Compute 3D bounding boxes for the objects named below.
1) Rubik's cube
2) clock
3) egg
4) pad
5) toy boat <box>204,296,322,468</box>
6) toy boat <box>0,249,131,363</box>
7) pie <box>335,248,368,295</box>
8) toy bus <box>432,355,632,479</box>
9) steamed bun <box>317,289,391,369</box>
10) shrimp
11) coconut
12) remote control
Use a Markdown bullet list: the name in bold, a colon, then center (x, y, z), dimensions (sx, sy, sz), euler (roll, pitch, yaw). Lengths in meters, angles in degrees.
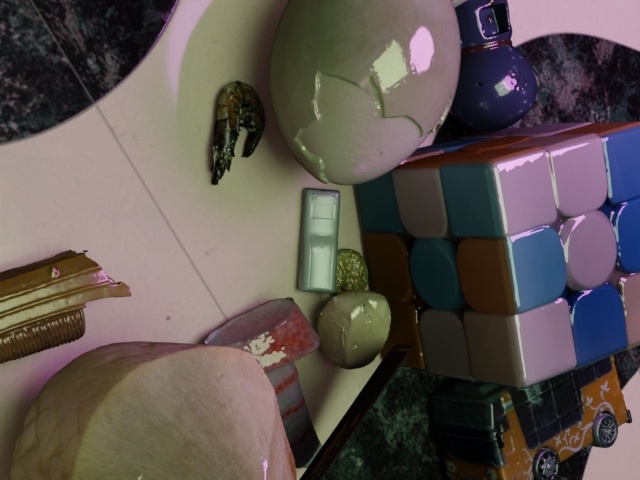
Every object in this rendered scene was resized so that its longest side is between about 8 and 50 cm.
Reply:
- **Rubik's cube**: center (0.301, 0.011, 2.084), dimensions (0.347, 0.344, 0.346), euler (-17, 102, -32)
- **clock**: center (0.261, -0.298, 2.177), dimensions (0.200, 0.146, 0.243), euler (-19, 94, -38)
- **egg**: center (0.062, -0.242, 1.952), dimensions (0.278, 0.278, 0.336), euler (13, 86, -34)
- **pad**: center (-0.005, 0.285, 1.893), dimensions (0.063, 0.315, 0.375), euler (35, 83, -2)
- **toy boat**: center (-0.072, 0.243, 2.000), dimensions (0.206, 0.096, 0.282), euler (-30, 120, -24)
- **toy boat**: center (-0.398, 0.098, 1.751), dimensions (0.310, 0.089, 0.115), euler (-21, 105, -33)
- **pie**: center (0.043, 0.054, 2.099), dimensions (0.084, 0.021, 0.084), euler (2, 86, -33)
- **toy bus**: center (0.354, 0.289, 2.238), dimensions (0.323, 0.162, 0.194), euler (-22, 102, -34)
- **steamed bun**: center (0.050, 0.131, 2.060), dimensions (0.112, 0.091, 0.130), euler (-15, 121, -33)
- **shrimp**: center (-0.122, -0.155, 1.972), dimensions (0.091, 0.034, 0.161), euler (19, 79, -34)
- **coconut**: center (-0.192, 0.319, 1.706), dimensions (0.345, 0.415, 0.415), euler (-41, 113, -29)
- **remote control**: center (0.000, 0.000, 2.055), dimensions (0.061, 0.029, 0.162), euler (3, 88, -17)
